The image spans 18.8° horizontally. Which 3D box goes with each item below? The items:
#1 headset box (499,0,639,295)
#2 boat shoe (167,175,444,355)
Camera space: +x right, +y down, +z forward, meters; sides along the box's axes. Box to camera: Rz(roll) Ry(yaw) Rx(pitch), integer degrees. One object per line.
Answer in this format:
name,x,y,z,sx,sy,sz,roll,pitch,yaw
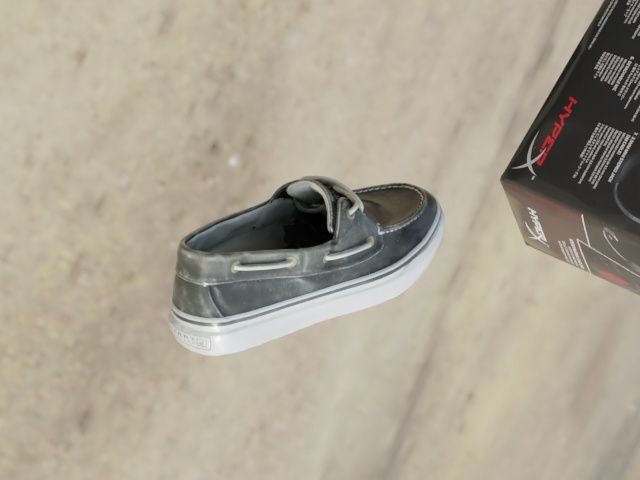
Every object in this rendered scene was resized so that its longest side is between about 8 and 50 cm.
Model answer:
headset box,0.291,-0.048,1.160,0.218,0.293,0.110,-60,156,-13
boat shoe,0.000,0.000,1.813,0.335,0.121,0.119,-27,133,-41
